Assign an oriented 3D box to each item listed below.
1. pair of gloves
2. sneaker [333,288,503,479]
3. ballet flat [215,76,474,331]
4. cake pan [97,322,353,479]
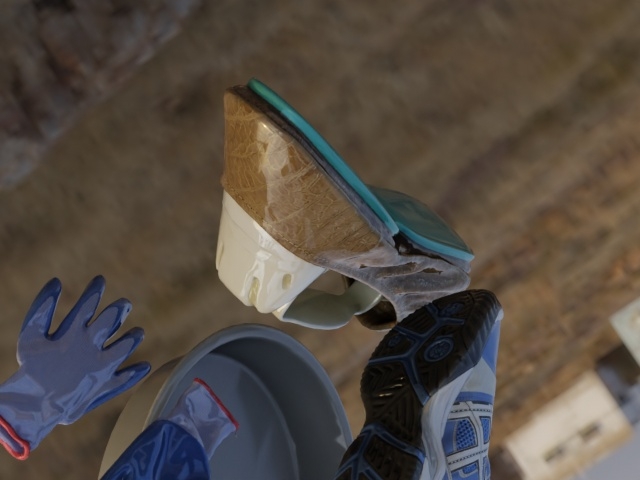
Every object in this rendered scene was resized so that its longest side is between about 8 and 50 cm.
[{"bbox_3d":[-0.134,0.122,1.128,0.023,0.198,0.159,-27,-163,42],"label":"pair of gloves"},{"bbox_3d":[0.069,0.120,1.072,0.080,0.081,0.211,-9,-138,40],"label":"sneaker"},{"bbox_3d":[0.000,0.000,1.164,0.124,0.116,0.342,-46,155,6],"label":"ballet flat"},{"bbox_3d":[-0.068,0.208,1.270,0.054,0.293,0.293,-3,-170,33],"label":"cake pan"}]
